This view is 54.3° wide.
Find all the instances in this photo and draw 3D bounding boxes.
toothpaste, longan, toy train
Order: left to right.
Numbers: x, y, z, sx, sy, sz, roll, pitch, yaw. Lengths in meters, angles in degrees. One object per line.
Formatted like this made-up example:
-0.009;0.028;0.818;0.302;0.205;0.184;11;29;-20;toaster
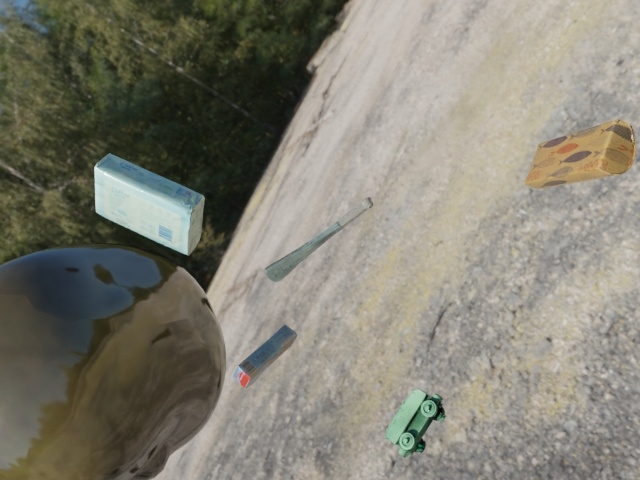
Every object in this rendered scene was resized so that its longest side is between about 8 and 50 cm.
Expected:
-0.295;0.165;0.812;0.361;0.361;0.361;-57;12;20;longan
-0.137;0.288;1.539;0.193;0.044;0.070;-36;-19;-47;toothpaste
0.228;0.436;1.510;0.099;0.070;0.172;31;86;41;toy train

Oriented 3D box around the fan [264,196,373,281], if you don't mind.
0.000;0.000;1.339;0.282;0.057;0.023;-35;46;7;fan

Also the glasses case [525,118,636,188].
0.328;-0.103;0.795;0.170;0.041;0.064;173;117;-80;glasses case

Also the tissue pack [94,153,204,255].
-0.418;-0.088;1.533;0.177;0.263;0.089;109;-171;-46;tissue pack
